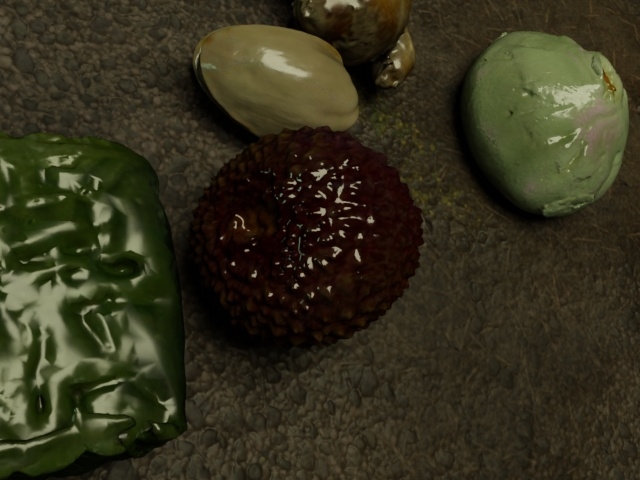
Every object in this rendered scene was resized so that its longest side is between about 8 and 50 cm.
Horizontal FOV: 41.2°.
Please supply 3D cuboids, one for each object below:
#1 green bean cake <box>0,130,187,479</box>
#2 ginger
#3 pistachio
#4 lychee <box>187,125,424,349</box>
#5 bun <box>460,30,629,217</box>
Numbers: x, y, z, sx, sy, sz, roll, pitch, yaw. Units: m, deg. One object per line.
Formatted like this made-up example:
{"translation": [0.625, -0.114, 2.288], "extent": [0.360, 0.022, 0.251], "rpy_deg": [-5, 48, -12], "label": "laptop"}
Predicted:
{"translation": [-0.292, 0.060, 0.752], "extent": [0.335, 0.218, 0.319], "rpy_deg": [-8, 75, -35], "label": "green bean cake"}
{"translation": [0.008, -0.366, 1.127], "extent": [0.375, 0.176, 0.256], "rpy_deg": [61, 31, -10], "label": "ginger"}
{"translation": [-0.051, -0.191, 1.049], "extent": [0.215, 0.144, 0.144], "rpy_deg": [16, 63, -17], "label": "pistachio"}
{"translation": [0.000, 0.000, 0.947], "extent": [0.271, 0.271, 0.272], "rpy_deg": [12, 65, -27], "label": "lychee"}
{"translation": [0.356, -0.187, 1.257], "extent": [0.293, 0.187, 0.293], "rpy_deg": [11, 69, -28], "label": "bun"}
